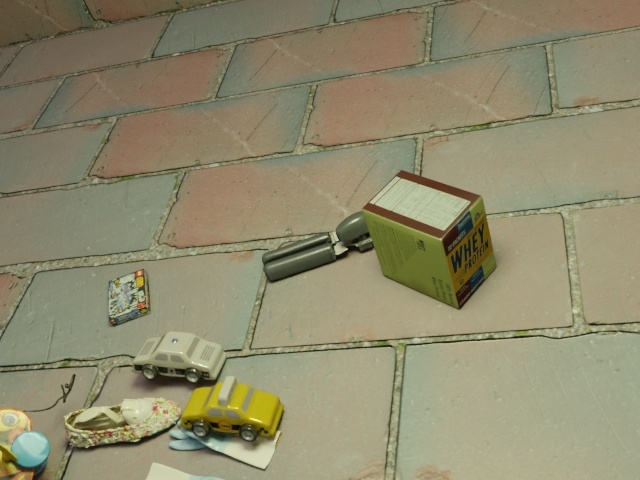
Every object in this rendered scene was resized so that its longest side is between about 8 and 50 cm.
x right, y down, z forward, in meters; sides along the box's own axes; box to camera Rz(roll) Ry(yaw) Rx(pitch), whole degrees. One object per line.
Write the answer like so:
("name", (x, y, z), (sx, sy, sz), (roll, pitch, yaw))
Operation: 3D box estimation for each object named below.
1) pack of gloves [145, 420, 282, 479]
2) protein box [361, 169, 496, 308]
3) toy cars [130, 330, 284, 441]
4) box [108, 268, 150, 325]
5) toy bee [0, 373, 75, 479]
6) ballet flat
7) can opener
("pack of gloves", (-0.213, 0.405, 1.480), (0.232, 0.046, 0.195), (3, 45, 26))
("protein box", (0.221, -0.005, 1.621), (0.201, 0.199, 0.136), (24, 58, 40))
("toy cars", (-0.231, 0.265, 1.578), (0.176, 0.087, 0.394), (-24, 36, -30))
("box", (-0.449, 0.132, 1.892), (0.094, 0.027, 0.137), (-20, 40, 0))
("toy bee", (-0.602, 0.396, 1.556), (0.162, 0.195, 0.298), (17, 38, -12))
("ballet flat", (-0.398, 0.353, 1.591), (0.241, 0.077, 0.091), (-16, 39, 6))
("can opener", (0.000, 0.000, 1.791), (0.283, 0.095, 0.076), (-19, 40, 3))
